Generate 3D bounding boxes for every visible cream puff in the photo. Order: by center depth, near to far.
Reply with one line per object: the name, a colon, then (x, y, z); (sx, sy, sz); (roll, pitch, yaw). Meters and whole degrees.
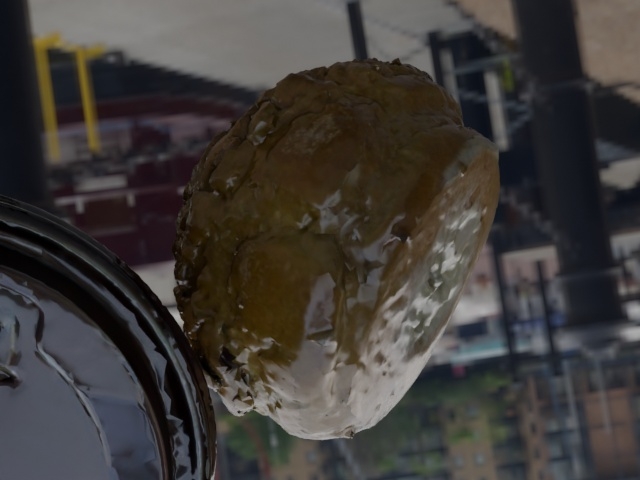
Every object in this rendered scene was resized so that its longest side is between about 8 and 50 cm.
cream puff: (0.000, 0.000, 0.698); (0.115, 0.165, 0.150); (24, 152, 23)

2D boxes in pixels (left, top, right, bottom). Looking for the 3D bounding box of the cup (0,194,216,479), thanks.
cup: (-0.147, 0.066, 0.671); (0.196, 0.196, 0.279); (-8, -172, -7)
